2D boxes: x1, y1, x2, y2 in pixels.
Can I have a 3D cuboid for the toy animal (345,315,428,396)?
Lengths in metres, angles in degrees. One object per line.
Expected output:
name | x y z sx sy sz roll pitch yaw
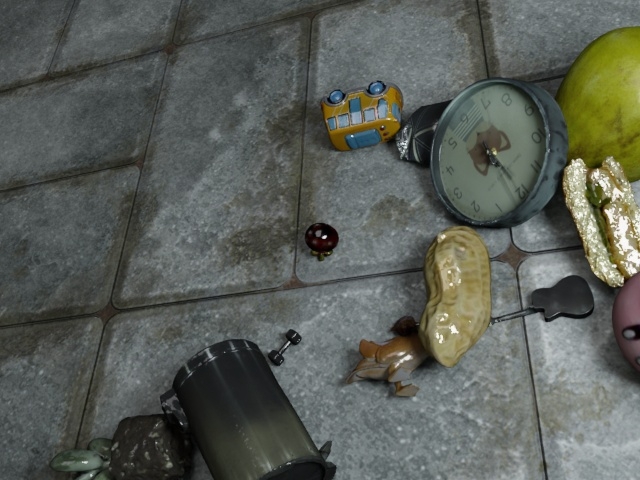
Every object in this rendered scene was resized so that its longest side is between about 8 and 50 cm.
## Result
toy animal | 0.134 0.230 1.398 0.188 0.089 0.179 -17 36 10

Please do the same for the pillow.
pillow | 0.343 -0.273 1.654 0.335 0.092 0.161 -7 59 18

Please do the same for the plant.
plant | -0.404 0.454 1.418 0.275 0.146 0.149 -18 33 11

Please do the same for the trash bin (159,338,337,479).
trash bin | -0.142 0.367 1.331 0.252 0.203 0.301 -19 49 -23

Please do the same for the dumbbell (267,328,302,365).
dumbbell | -0.078 0.232 1.504 0.040 0.036 0.083 30 72 35

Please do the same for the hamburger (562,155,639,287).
hamburger | 0.555 -0.038 1.357 0.124 0.131 0.262 -17 83 11

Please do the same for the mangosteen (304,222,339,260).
mangosteen | 0.001 -0.003 1.611 0.081 0.081 0.081 -11 54 15

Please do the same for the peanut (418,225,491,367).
peanut | 0.266 0.104 1.374 0.140 0.153 0.325 -10 42 29

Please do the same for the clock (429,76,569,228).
clock | 0.369 -0.187 1.478 0.325 0.067 0.325 -5 84 51

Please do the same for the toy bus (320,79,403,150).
toy bus | 0.110 -0.307 1.755 0.210 0.126 0.136 -10 62 14

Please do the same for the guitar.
guitar | 0.423 0.134 1.378 0.233 0.025 0.088 -16 53 11

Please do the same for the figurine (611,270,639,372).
figurine | 0.624 0.137 1.184 0.261 0.211 0.269 -24 87 -29

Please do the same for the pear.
pear | 0.609 -0.255 1.421 0.375 0.287 0.287 -48 50 12
